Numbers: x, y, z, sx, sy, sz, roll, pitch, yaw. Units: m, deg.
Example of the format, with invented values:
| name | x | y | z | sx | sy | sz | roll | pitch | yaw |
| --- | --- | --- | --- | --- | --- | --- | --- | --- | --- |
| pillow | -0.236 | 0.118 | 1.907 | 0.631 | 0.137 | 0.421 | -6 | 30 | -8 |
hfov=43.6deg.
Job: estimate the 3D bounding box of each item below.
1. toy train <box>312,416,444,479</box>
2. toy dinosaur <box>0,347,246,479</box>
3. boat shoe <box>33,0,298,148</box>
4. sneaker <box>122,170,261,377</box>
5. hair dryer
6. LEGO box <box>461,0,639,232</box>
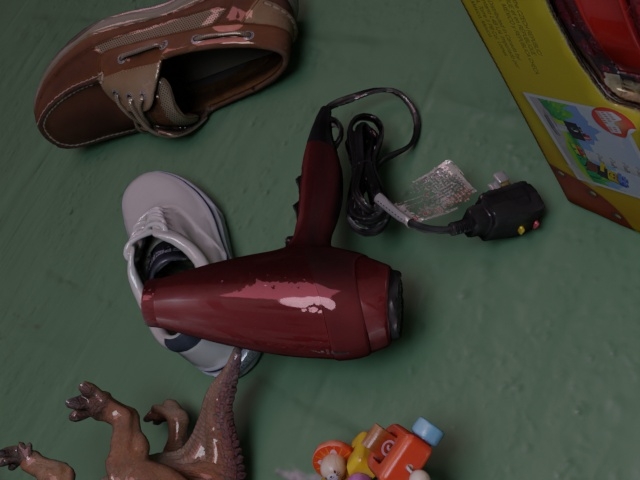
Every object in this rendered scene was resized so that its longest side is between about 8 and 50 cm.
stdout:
| name | x | y | z | sx | sy | sz | roll | pitch | yaw |
| --- | --- | --- | --- | --- | --- | --- | --- | --- | --- |
| toy train | 0.006 | 0.170 | 0.513 | 0.166 | 0.046 | 0.125 | -54 | 6 | -2 |
| toy dinosaur | -0.135 | 0.222 | 0.575 | 0.296 | 0.127 | 0.200 | -39 | 56 | -12 |
| boat shoe | -0.169 | -0.169 | 0.833 | 0.324 | 0.123 | 0.116 | -23 | 54 | 22 |
| sneaker | -0.130 | 0.008 | 0.713 | 0.094 | 0.091 | 0.258 | -42 | 48 | 4 |
| hair dryer | 0.000 | 0.000 | 0.624 | 0.293 | 0.080 | 0.223 | -29 | 43 | -17 |
| LEGO box | 0.225 | -0.255 | 0.370 | 0.193 | 0.500 | 0.372 | 30 | 82 | 42 |
